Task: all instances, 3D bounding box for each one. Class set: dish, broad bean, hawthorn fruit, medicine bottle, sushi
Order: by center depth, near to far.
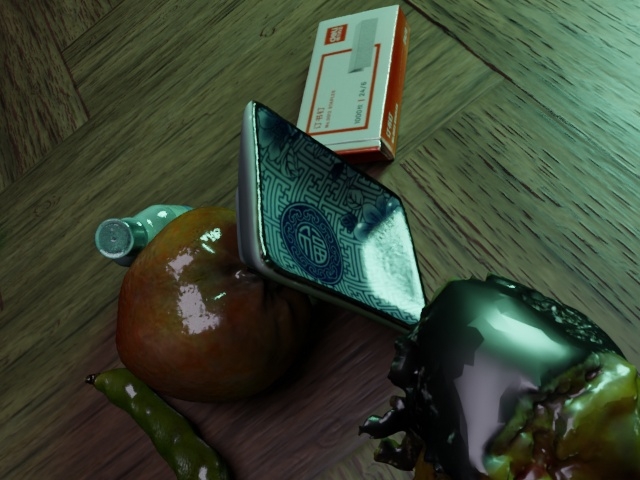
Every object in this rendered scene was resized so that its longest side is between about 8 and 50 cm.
[{"bbox_3d":[0.162,0.155,0.456,0.204,0.213,0.200,42,110,51],"label":"sushi"},{"bbox_3d":[0.000,0.000,0.599,0.080,0.243,0.182,-29,52,31],"label":"dish"},{"bbox_3d":[-0.137,0.083,0.655,0.251,0.199,0.199,-30,52,26],"label":"hawthorn fruit"},{"bbox_3d":[-0.179,0.206,0.681,0.256,0.052,0.052,28,116,36],"label":"broad bean"},{"bbox_3d":[-0.200,-0.005,0.724,0.090,0.208,0.054,-36,89,6],"label":"medicine bottle"}]

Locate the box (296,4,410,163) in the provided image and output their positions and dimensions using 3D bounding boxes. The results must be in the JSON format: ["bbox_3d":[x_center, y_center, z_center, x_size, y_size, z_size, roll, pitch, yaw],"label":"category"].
[{"bbox_3d":[0.043,-0.196,0.792,0.122,0.050,0.229,-3,62,27],"label":"box"}]
